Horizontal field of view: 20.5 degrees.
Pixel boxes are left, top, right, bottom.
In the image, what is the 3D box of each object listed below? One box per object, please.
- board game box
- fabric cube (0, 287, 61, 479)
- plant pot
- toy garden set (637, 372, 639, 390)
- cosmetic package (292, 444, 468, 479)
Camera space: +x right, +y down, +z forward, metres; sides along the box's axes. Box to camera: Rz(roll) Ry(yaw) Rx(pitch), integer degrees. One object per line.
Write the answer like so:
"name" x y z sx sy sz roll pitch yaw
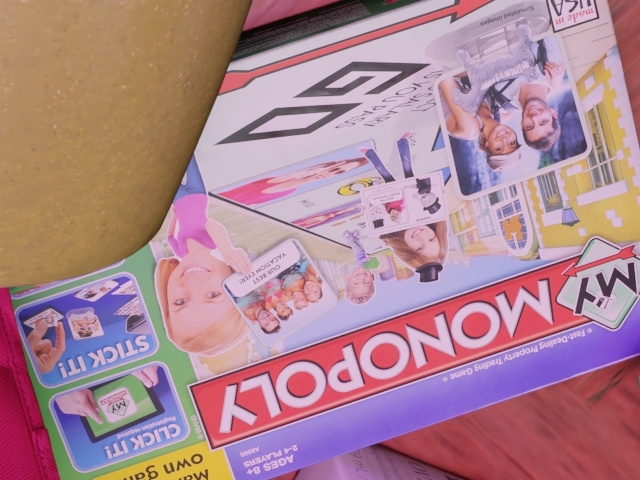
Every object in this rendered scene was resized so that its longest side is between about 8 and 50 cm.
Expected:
"board game box" 0.000 0.000 0.854 0.317 0.046 0.213 -19 113 -3
"fabric cube" -0.265 0.137 0.695 0.258 0.259 0.254 7 122 -26
"plant pot" -0.121 -0.142 0.661 0.275 0.275 0.293 -2 117 -10
"toy garden set" 0.283 0.051 0.918 0.244 0.049 0.204 -41 126 -7
"cosmetic package" 0.088 0.229 0.865 0.225 0.224 0.138 24 106 -19
